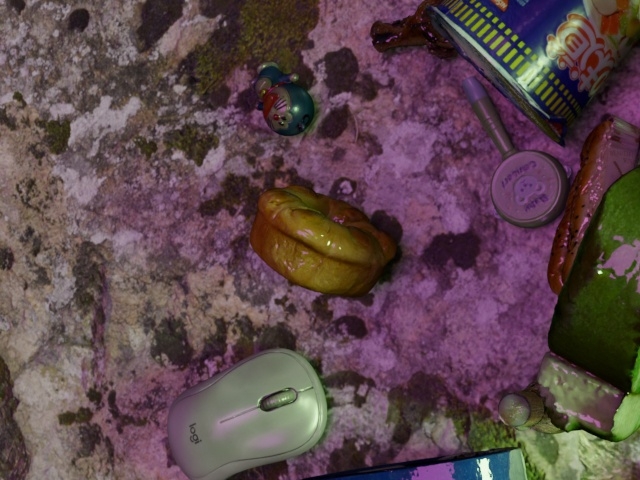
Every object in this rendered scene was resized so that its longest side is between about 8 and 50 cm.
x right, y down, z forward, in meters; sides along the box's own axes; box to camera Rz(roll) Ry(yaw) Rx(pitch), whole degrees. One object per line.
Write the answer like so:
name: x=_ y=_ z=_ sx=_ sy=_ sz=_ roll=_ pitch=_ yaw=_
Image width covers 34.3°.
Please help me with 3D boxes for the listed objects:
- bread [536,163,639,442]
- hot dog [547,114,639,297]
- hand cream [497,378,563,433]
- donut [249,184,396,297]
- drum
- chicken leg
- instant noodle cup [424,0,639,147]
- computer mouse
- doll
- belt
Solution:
bread: x=0.392 y=0.070 z=1.292 sx=0.129 sy=0.366 sz=0.381 roll=27 pitch=88 yaw=27
hot dog: x=0.378 y=-0.042 z=1.443 sx=0.075 sy=0.144 sz=0.267 roll=15 pitch=81 yaw=1
hand cream: x=0.296 y=0.229 z=1.421 sx=0.084 sy=0.203 sz=0.083 roll=-3 pitch=83 yaw=27
donut: x=0.000 y=-0.001 z=1.599 sx=0.227 sy=0.227 sz=0.113 roll=34 pitch=110 yaw=27
drum: x=0.268 y=-0.122 z=1.561 sx=0.130 sy=0.049 sz=0.253 roll=-48 pitch=65 yaw=16
chicken leg: x=0.173 y=-0.337 z=1.628 sx=0.196 sy=0.080 sz=0.125 roll=-33 pitch=60 yaw=29
instant noodle cup: x=0.350 y=-0.336 z=1.437 sx=0.312 sy=0.284 sz=0.284 roll=-45 pitch=66 yaw=9
computer mouse: x=-0.137 y=0.291 z=1.698 sx=0.297 sy=0.121 sz=0.184 roll=-24 pitch=73 yaw=26
doll: x=-0.064 y=-0.233 z=1.736 sx=0.152 sy=0.086 sz=0.114 roll=57 pitch=134 yaw=31
belt: x=0.132 y=0.376 z=1.491 sx=0.347 sy=0.212 sz=0.117 roll=-16 pitch=76 yaw=30
